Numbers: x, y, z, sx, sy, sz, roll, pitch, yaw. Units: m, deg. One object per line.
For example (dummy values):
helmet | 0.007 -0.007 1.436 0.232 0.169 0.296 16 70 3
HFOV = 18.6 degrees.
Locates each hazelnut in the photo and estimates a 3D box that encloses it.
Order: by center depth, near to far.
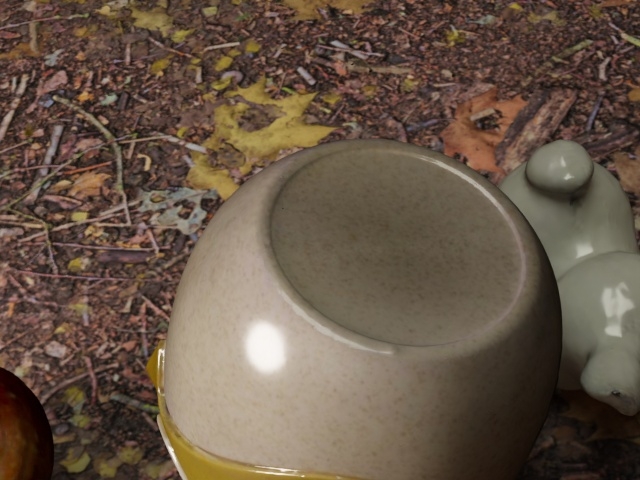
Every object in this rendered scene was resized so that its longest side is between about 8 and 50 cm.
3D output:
hazelnut | -0.401 0.250 2.118 0.218 0.234 0.218 23 43 -23

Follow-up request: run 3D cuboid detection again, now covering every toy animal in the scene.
toy animal | 0.317 0.057 2.175 0.196 0.241 0.367 -21 47 -8

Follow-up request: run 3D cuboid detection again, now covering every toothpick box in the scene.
toothpick box | 0.027 0.140 2.019 0.409 0.425 0.409 7 47 -8
